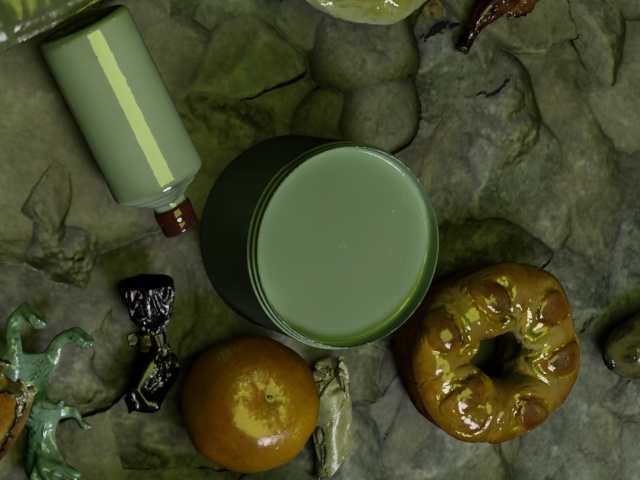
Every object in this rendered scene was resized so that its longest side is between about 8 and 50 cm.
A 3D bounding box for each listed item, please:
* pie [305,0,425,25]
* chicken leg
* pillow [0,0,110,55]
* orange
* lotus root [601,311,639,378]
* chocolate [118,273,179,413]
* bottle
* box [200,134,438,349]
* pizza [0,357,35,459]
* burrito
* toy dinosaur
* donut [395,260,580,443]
[{"bbox_3d":[0.050,-0.403,1.779,0.337,0.075,0.337,-3,97,-26],"label":"pie"},{"bbox_3d":[0.212,-0.277,1.898,0.145,0.037,0.062,-32,122,-21],"label":"chicken leg"},{"bbox_3d":[-0.277,-0.304,1.623,0.302,0.075,0.185,-30,88,-19],"label":"pillow"},{"bbox_3d":[-0.079,0.181,1.764,0.154,0.134,0.155,7,70,-20],"label":"orange"},{"bbox_3d":[0.435,0.124,2.022,0.179,0.080,0.089,-22,104,-22],"label":"lotus root"},{"bbox_3d":[-0.188,0.112,1.743,0.072,0.070,0.147,-8,110,-35],"label":"chocolate"},{"bbox_3d":[-0.196,-0.117,1.680,0.104,0.104,0.245,-32,109,-19],"label":"bottle"},{"bbox_3d":[0.000,0.000,1.763,0.226,0.149,0.226,-4,98,-26],"label":"box"},{"bbox_3d":[-0.396,0.156,1.636,0.195,0.052,0.185,41,113,-8],"label":"pizza"},{"bbox_3d":[0.015,0.205,1.854,0.055,0.041,0.149,-5,102,-11],"label":"burrito"},{"bbox_3d":[-0.317,0.089,1.662,0.129,0.076,0.383,-25,99,0],"label":"toy dinosaur"},{"bbox_3d":[0.197,0.131,1.891,0.226,0.114,0.227,-3,97,-26],"label":"donut"}]
